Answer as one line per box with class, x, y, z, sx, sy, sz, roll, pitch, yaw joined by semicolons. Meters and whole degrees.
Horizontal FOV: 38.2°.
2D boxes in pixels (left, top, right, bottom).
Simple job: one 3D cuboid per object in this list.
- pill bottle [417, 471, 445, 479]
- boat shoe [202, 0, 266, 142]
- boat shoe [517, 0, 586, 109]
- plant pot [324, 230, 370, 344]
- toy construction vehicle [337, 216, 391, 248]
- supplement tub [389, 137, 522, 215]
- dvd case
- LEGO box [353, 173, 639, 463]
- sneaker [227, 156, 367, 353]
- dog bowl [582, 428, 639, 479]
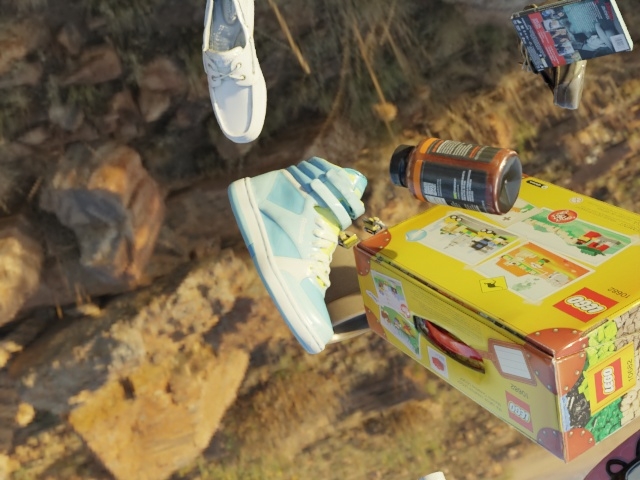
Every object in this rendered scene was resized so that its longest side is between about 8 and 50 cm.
pill bottle;0.210;0.470;1.613;0.067;0.120;0.067;-15;155;-7
boat shoe;-0.154;-0.299;1.531;0.098;0.277;0.096;-6;-175;12
boat shoe;0.463;-0.375;1.874;0.130;0.355;0.132;1;128;9
plant pot;0.054;0.106;2.277;0.263;0.229;0.263;-19;165;-5
toy construction vehicle;0.085;-0.013;1.829;0.086;0.098;0.035;-36;126;-20
supplement tub;0.210;-0.106;1.463;0.198;0.106;0.106;14;179;32
dvd case;0.297;-0.247;1.095;0.119;0.013;0.087;-6;139;37
LEGO box;0.351;0.089;1.521;0.372;0.500;0.193;-25;119;-22
sneaker;0.000;0.000;1.397;0.208;0.319;0.127;-25;152;0
dog bowl;0.635;0.413;1.639;0.408;0.150;0.408;-25;149;-16
